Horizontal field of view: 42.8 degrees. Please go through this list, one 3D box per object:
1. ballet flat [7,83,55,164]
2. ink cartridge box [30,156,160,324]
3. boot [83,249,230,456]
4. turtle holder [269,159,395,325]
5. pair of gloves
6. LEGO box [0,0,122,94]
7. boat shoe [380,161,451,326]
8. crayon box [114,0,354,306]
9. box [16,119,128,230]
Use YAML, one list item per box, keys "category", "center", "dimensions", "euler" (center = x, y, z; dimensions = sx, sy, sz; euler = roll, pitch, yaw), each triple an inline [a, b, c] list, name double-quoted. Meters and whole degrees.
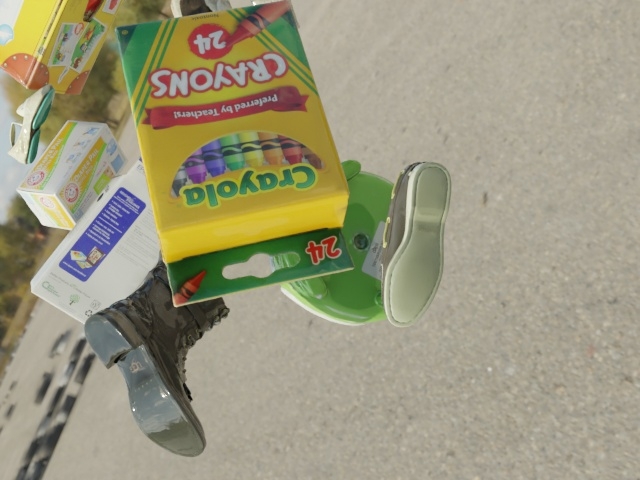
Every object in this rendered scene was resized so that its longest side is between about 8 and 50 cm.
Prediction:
- category: "ballet flat"
  center: [-0.508, -0.205, 1.419]
  dimensions: [0.168, 0.052, 0.057]
  euler: [-61, 6, 30]
- category: "ink cartridge box"
  center: [-0.395, 0.005, 1.591]
  dimensions: [0.333, 0.165, 0.065]
  euler: [-50, 27, 1]
- category: "boot"
  center: [-0.193, 0.145, 1.164]
  dimensions: [0.091, 0.263, 0.229]
  euler: [-24, 10, 32]
- category: "turtle holder"
  center: [0.008, 0.018, 1.296]
  dimensions: [0.227, 0.320, 0.243]
  euler: [151, 113, -70]
- category: "pair of gloves"
  center: [-0.169, -0.477, 1.560]
  dimensions: [0.042, 0.240, 0.204]
  euler: [177, 82, -86]
- category: "LEGO box"
  center: [-0.572, -0.607, 1.639]
  dimensions: [0.500, 0.372, 0.193]
  euler: [-60, -12, 14]
- category: "boat shoe"
  center: [0.126, 0.004, 1.129]
  dimensions: [0.068, 0.081, 0.228]
  euler: [-162, 84, -69]
- category: "crayon box"
  center: [-0.093, -0.103, 0.885]
  dimensions: [0.081, 0.202, 0.318]
  euler: [100, 155, -64]
- category: "box"
  center: [-0.502, -0.134, 1.666]
  dimensions: [0.114, 0.103, 0.203]
  euler: [68, -142, -48]
